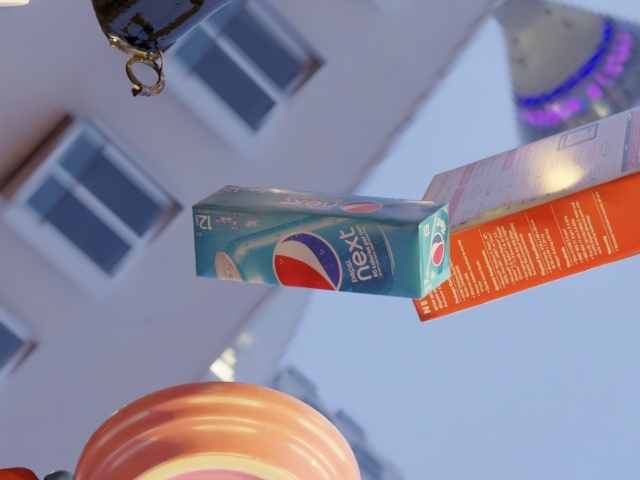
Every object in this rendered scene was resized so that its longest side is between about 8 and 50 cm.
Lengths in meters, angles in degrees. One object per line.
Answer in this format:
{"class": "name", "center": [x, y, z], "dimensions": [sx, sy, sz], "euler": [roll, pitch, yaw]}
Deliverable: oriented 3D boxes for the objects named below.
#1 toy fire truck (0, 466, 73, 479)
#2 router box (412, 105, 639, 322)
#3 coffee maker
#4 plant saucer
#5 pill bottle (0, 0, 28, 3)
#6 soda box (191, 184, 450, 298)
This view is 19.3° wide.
{"class": "toy fire truck", "center": [-0.383, 0.403, 2.338], "dimensions": [0.254, 0.169, 0.302], "euler": [-26, -127, -23]}
{"class": "router box", "center": [0.252, -0.042, 2.006], "dimensions": [0.301, 0.082, 0.335], "euler": [-19, -169, 16]}
{"class": "coffee maker", "center": [-0.119, -0.252, 1.772], "dimensions": [0.178, 0.171, 0.120], "euler": [-29, 173, 34]}
{"class": "plant saucer", "center": [-0.117, 0.310, 2.130], "dimensions": [0.332, 0.332, 0.084], "euler": [-36, -150, 21]}
{"class": "pill bottle", "center": [-0.323, -0.365, 1.640], "dimensions": [0.176, 0.176, 0.319], "euler": [7, -80, 59]}
{"class": "soda box", "center": [0.000, 0.000, 1.586], "dimensions": [0.210, 0.067, 0.071], "euler": [5, -162, 24]}
